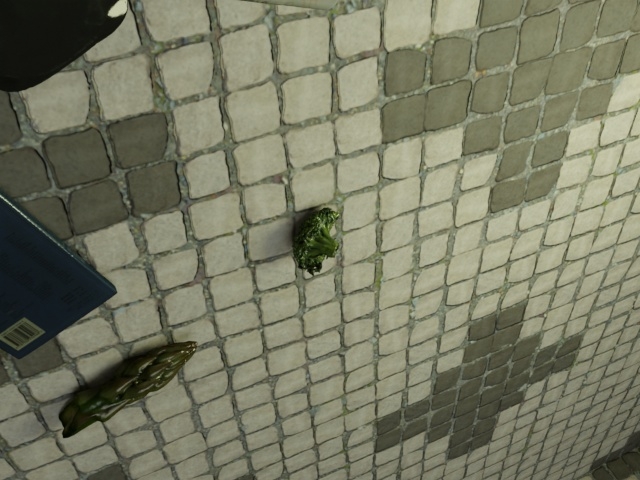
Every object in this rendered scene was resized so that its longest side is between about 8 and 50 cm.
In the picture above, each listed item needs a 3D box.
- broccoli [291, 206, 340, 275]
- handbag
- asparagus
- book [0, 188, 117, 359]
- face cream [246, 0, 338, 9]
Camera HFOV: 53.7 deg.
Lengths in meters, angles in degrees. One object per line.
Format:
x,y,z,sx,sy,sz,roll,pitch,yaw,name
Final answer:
0.000,0.000,1.068,0.097,0.092,0.095,-44,145,-32,broccoli
-0.345,-0.295,0.599,0.191,0.075,0.332,-33,145,2,handbag
-0.340,0.255,1.103,0.287,0.080,0.080,-30,136,-5,asparagus
-0.449,0.053,0.899,0.191,0.025,0.269,-34,136,0,book
-0.104,-0.322,0.732,0.269,0.082,0.082,-4,129,-26,face cream
